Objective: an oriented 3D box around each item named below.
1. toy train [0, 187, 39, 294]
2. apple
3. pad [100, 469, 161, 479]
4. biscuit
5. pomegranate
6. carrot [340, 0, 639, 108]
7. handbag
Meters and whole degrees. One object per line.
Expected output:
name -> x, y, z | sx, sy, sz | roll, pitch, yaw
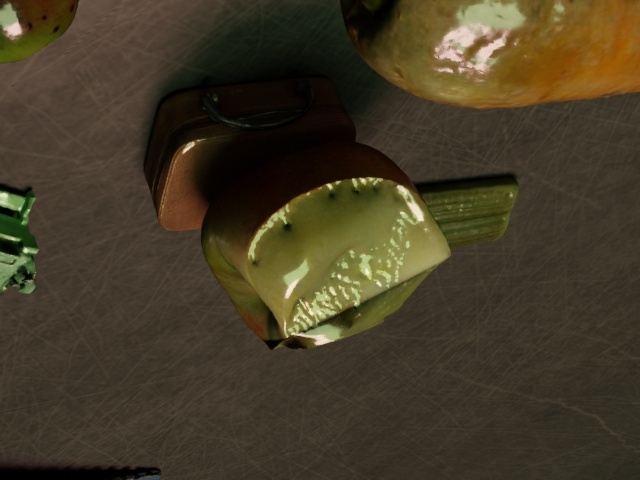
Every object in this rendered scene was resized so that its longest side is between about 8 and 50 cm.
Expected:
toy train -> -0.329, 0.018, 1.326 | 0.099, 0.081, 0.149 | 16, 136, -41
apple -> 0.000, 0.000, 1.274 | 0.188, 0.174, 0.207 | -37, 145, -15
pad -> -0.363, 0.386, 1.793 | 0.269, 0.012, 0.269 | -2, 142, -47
biscuit -> 0.071, -0.013, 1.528 | 0.322, 0.038, 0.099 | -8, 139, -19
pomegranate -> -0.245, -0.196, 1.060 | 0.130, 0.130, 0.130 | -14, 144, -11
carrot -> 0.190, -0.219, 1.162 | 0.341, 0.224, 0.224 | -1, 140, -26
handbag -> -0.063, -0.085, 1.332 | 0.193, 0.072, 0.151 | -5, 141, -20
